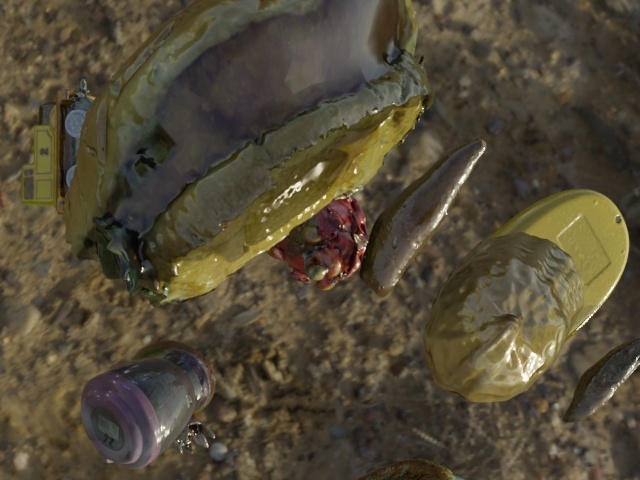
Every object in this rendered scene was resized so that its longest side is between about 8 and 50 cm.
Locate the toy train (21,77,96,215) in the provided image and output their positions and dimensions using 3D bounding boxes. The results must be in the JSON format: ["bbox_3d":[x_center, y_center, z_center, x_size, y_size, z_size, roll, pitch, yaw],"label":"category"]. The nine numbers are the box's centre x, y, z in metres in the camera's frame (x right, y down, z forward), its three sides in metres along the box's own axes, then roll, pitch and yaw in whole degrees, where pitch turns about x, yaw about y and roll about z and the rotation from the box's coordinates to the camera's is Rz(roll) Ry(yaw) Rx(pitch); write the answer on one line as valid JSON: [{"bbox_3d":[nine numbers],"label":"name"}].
[{"bbox_3d":[-0.361,-0.121,1.502,0.089,0.127,0.219,0,90,-72],"label":"toy train"}]

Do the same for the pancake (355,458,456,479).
[{"bbox_3d":[0.041,0.231,0.882,0.158,0.158,0.028,-32,104,-36],"label":"pancake"}]

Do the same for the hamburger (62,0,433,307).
[{"bbox_3d":[-0.033,-0.088,0.695,0.132,0.211,0.309,48,46,12],"label":"hamburger"}]

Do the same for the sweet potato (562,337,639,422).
[{"bbox_3d":[0.309,0.135,1.103,0.153,0.041,0.038,-42,72,-2],"label":"sweet potato"}]

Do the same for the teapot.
[{"bbox_3d":[-0.196,0.201,1.230,0.146,0.116,0.148,-30,131,-48],"label":"teapot"}]

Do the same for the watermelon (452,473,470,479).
[{"bbox_3d":[0.119,0.457,1.527,0.301,0.129,0.123,-50,120,-35],"label":"watermelon"}]

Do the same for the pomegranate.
[{"bbox_3d":[-0.197,0.208,1.444,0.159,0.129,0.129,29,44,34],"label":"pomegranate"}]

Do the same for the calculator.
[{"bbox_3d":[0.222,0.044,1.074,0.235,0.032,0.146,-41,112,-12],"label":"calculator"}]

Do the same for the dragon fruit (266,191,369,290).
[{"bbox_3d":[0.000,0.000,1.432,0.150,0.133,0.207,6,24,-2],"label":"dragon fruit"}]

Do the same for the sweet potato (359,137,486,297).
[{"bbox_3d":[0.125,-0.040,1.367,0.077,0.077,0.243,30,100,-20],"label":"sweet potato"}]

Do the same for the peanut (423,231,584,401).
[{"bbox_3d":[0.114,0.045,0.669,0.194,0.093,0.083,-29,106,-62],"label":"peanut"}]
